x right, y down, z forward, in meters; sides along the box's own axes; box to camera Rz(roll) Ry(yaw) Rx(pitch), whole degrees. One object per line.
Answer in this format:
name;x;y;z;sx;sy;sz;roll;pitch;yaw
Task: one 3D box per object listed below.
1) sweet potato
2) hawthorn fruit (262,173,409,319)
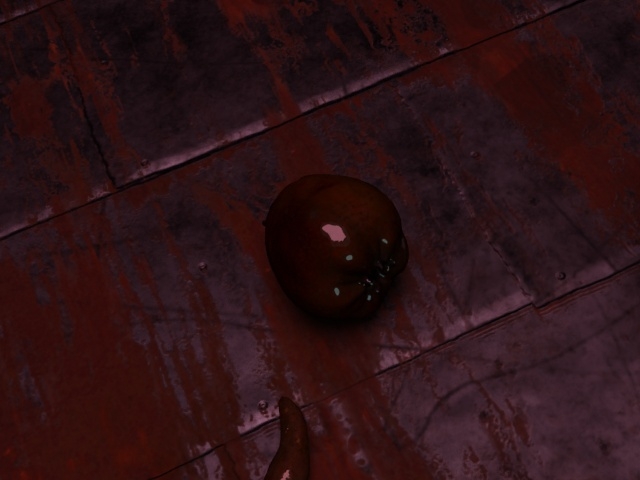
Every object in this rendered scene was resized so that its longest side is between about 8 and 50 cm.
sweet potato;-0.055;0.323;1.248;0.078;0.058;0.255;-4;51;29
hawthorn fruit;0.000;0.000;1.369;0.248;0.208;0.208;26;64;35
